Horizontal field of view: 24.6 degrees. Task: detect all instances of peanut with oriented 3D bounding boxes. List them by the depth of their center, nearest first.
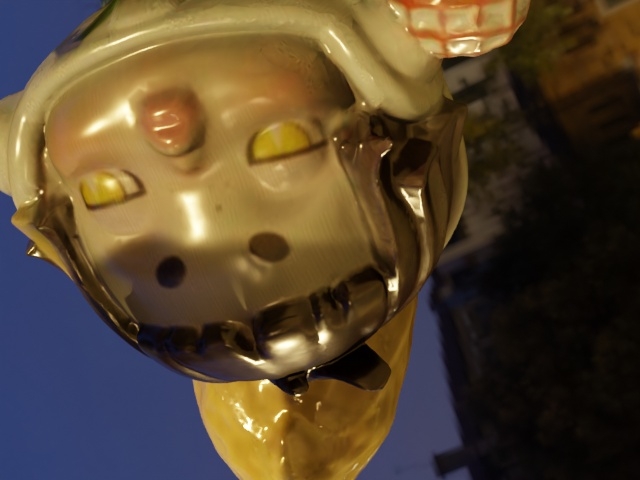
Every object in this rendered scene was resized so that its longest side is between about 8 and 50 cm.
[{"bbox_3d":[0.000,0.000,0.823,0.147,0.147,0.305,48,-139,-50],"label":"peanut"}]

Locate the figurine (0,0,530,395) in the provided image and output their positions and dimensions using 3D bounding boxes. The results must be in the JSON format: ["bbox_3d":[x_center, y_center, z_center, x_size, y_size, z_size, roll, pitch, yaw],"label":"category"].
[{"bbox_3d":[-0.055,-0.096,0.607,0.167,0.281,0.370,-64,-44,-67],"label":"figurine"}]
